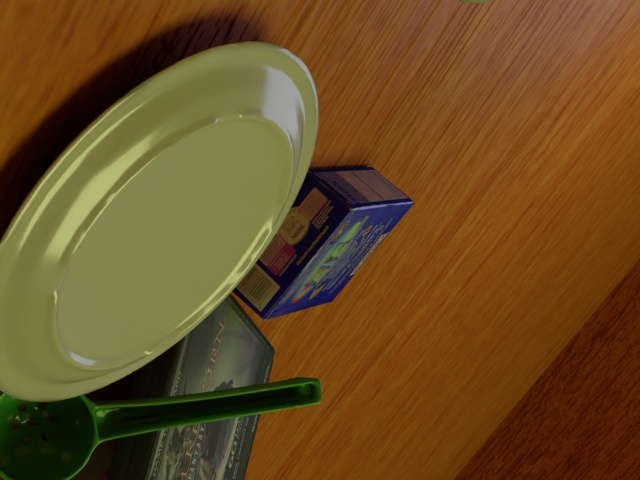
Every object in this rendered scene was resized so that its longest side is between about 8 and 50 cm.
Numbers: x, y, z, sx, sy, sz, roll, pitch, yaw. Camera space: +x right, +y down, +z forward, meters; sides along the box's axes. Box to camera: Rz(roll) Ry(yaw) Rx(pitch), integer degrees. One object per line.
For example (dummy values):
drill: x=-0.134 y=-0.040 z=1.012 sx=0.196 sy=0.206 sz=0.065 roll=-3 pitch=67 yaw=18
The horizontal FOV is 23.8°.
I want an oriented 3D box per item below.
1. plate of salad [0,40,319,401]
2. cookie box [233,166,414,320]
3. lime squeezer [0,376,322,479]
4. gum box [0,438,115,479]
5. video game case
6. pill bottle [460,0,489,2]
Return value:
plate of salad: x=-0.079 y=-0.010 z=0.686 sx=0.200 sy=0.048 sz=0.199 roll=-38 pitch=153 yaw=-24
cookie box: x=0.000 y=0.000 z=0.941 sx=0.092 sy=0.040 sz=0.107 roll=-51 pitch=164 yaw=17
lime squeezer: x=-0.145 y=0.106 z=0.710 sx=0.310 sy=0.110 sz=0.058 roll=-11 pitch=114 yaw=-47
gum box: x=-0.194 y=0.199 z=0.889 sx=0.188 sy=0.062 sz=0.107 roll=-38 pitch=163 yaw=-28
video game case: x=-0.079 y=0.133 z=0.920 sx=0.274 sy=0.026 sz=0.196 roll=68 pitch=35 yaw=-75
pill bottle: x=0.075 y=-0.158 z=0.678 sx=0.067 sy=0.067 sz=0.120 roll=-42 pitch=165 yaw=-16
